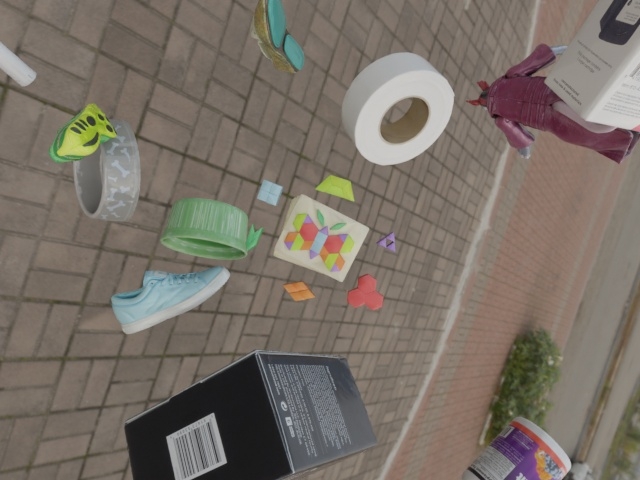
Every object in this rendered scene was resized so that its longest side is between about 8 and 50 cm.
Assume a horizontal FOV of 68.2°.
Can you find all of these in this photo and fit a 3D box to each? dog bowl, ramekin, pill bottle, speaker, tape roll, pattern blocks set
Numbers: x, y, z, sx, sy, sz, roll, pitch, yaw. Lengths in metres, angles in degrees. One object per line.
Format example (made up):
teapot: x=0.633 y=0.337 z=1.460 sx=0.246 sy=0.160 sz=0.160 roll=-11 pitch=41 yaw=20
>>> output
dog bowl: x=-0.693 y=-0.225 z=1.512 sx=0.102 sy=0.348 sz=0.349 roll=-7 pitch=110 yaw=-42
ramekin: x=-0.402 y=-0.039 z=1.686 sx=0.303 sy=0.303 sz=0.148 roll=26 pitch=65 yaw=-51
pill bottle: x=0.302 y=0.395 z=0.772 sx=0.193 sy=0.108 sz=0.108 roll=-40 pitch=135 yaw=-11
speaker: x=-0.831 y=-0.476 z=1.254 sx=0.055 sy=0.055 sz=0.136 roll=-59 pitch=146 yaw=-14
tape roll: x=0.204 y=-0.342 z=1.252 sx=0.286 sy=0.100 sz=0.286 roll=-15 pitch=140 yaw=-13
pattern blocks set: x=0.000 y=0.000 z=1.029 sx=0.026 sy=0.324 sz=0.285 roll=-43 pitch=145 yaw=-82

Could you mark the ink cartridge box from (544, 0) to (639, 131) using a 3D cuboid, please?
ink cartridge box: x=0.419 y=-0.253 z=0.552 sx=0.172 sy=0.100 sz=0.237 roll=4 pitch=135 yaw=-21

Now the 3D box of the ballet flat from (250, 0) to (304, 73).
ballet flat: x=-0.147 y=-0.619 z=1.430 sx=0.123 sy=0.123 sz=0.348 roll=-68 pitch=164 yaw=-4

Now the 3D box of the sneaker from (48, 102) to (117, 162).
sneaker: x=-0.639 y=-0.285 z=1.260 sx=0.123 sy=0.295 sz=0.109 roll=-25 pitch=114 yaw=6

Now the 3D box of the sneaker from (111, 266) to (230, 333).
sneaker: x=-0.463 y=0.147 z=1.446 sx=0.366 sy=0.135 sz=0.150 roll=-27 pitch=109 yaw=-8

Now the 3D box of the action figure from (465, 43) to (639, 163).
action figure: x=0.447 y=-0.258 z=0.942 sx=0.275 sy=0.370 sz=0.248 roll=-20 pitch=120 yaw=-41

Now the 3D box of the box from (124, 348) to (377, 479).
box: x=-0.177 y=0.539 z=1.314 sx=0.480 sy=0.297 sz=0.471 roll=-32 pitch=154 yaw=19
